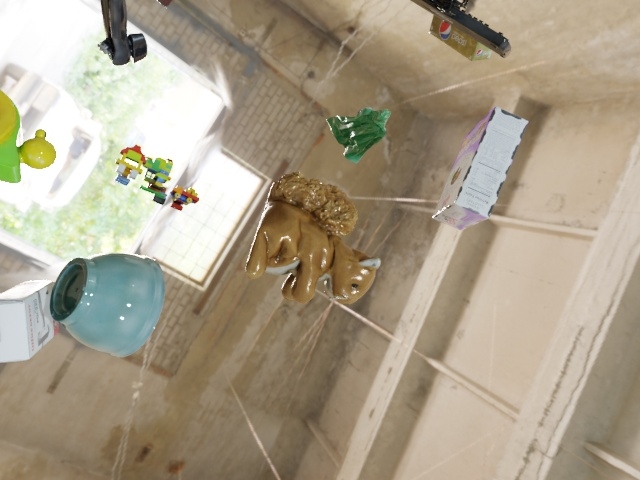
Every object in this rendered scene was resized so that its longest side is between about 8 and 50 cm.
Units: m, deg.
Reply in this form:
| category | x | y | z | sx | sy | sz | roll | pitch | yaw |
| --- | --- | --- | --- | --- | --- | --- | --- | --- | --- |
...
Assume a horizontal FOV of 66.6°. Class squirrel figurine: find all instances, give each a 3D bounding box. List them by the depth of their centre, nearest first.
| category | x | y | z | sx | sy | sz | roll | pitch | yaw |
| --- | --- | --- | --- | --- | --- | --- | --- | --- | --- |
| squirrel figurine | 0.000 | 0.000 | 1.445 | 0.281 | 0.369 | 0.398 | 127 | -21 | -74 |

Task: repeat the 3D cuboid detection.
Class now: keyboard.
| category | x | y | z | sx | sy | sz | roll | pitch | yaw |
| --- | --- | --- | --- | --- | --- | --- | --- | --- | --- |
| keyboard | 0.156 | -0.293 | 0.596 | 0.038 | 0.192 | 0.100 | -58 | 168 | 21 |

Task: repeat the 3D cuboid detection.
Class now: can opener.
| category | x | y | z | sx | sy | sz | roll | pitch | yaw |
| --- | --- | --- | --- | --- | --- | --- | --- | --- | --- |
| can opener | -0.326 | -0.346 | 0.780 | 0.073 | 0.059 | 0.186 | -40 | 176 | -20 |

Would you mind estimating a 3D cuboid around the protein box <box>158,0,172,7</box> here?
| category | x | y | z | sx | sy | sz | roll | pitch | yaw |
| --- | --- | --- | --- | --- | --- | --- | --- | --- | --- |
| protein box | -0.271 | -0.491 | 0.707 | 0.136 | 0.201 | 0.200 | -41 | -139 | 20 |

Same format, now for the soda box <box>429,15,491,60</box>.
| category | x | y | z | sx | sy | sz | roll | pitch | yaw |
| --- | --- | --- | --- | --- | --- | --- | --- | --- | --- |
| soda box | 0.349 | -0.512 | 1.206 | 0.181 | 0.058 | 0.061 | 55 | -30 | 38 |

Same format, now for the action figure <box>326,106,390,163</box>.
| category | x | y | z | sx | sy | sz | roll | pitch | yaw |
| --- | --- | --- | --- | --- | --- | --- | --- | --- | --- |
| action figure | 0.102 | -0.266 | 1.158 | 0.063 | 0.137 | 0.232 | -44 | -167 | -15 |

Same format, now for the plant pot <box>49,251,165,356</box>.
| category | x | y | z | sx | sy | sz | roll | pitch | yaw |
| --- | --- | --- | --- | --- | --- | --- | --- | --- | --- |
| plant pot | -0.597 | 0.154 | 1.326 | 0.292 | 0.196 | 0.294 | -16 | -119 | 31 |

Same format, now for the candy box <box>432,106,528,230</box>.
| category | x | y | z | sx | sy | sz | roll | pitch | yaw |
| --- | --- | --- | --- | --- | --- | --- | --- | --- | --- |
| candy box | 0.300 | -0.129 | 0.938 | 0.165 | 0.070 | 0.197 | 102 | 12 | -84 |

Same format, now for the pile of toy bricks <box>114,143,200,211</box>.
| category | x | y | z | sx | sy | sz | roll | pitch | yaw |
| --- | --- | --- | --- | --- | --- | --- | --- | --- | --- |
| pile of toy bricks | -0.404 | -0.165 | 1.223 | 0.118 | 0.212 | 0.105 | -17 | -127 | 55 |

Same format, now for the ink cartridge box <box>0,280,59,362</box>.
| category | x | y | z | sx | sy | sz | roll | pitch | yaw |
| --- | --- | --- | --- | --- | --- | --- | --- | --- | --- |
| ink cartridge box | -0.779 | 0.206 | 1.287 | 0.218 | 0.092 | 0.159 | -134 | -137 | -78 |

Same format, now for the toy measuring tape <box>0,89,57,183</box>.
| category | x | y | z | sx | sy | sz | roll | pitch | yaw |
| --- | --- | --- | --- | --- | --- | --- | --- | --- | --- |
| toy measuring tape | -0.493 | -0.157 | 0.583 | 0.121 | 0.329 | 0.122 | -166 | -90 | -70 |
